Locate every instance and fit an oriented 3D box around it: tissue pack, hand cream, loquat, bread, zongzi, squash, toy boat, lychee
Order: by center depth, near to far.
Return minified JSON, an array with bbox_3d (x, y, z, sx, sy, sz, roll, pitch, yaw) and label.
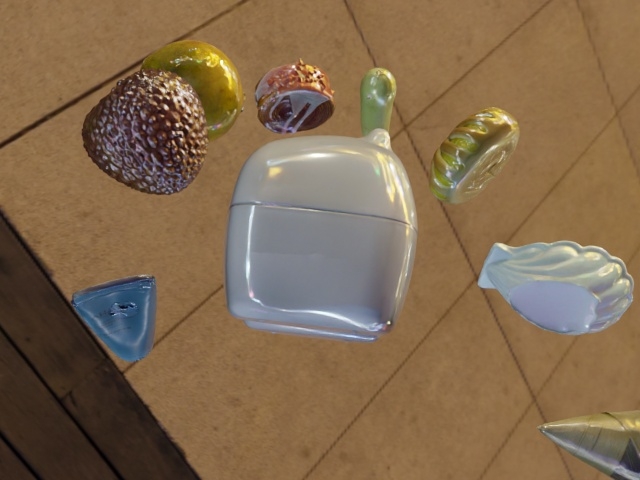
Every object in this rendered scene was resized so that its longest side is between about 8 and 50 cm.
[{"bbox_3d":[-0.215,0.088,0.801,0.083,0.224,0.048,-14,69,-13],"label":"hand cream"},{"bbox_3d":[0.000,0.000,0.906,0.229,0.333,0.236,6,79,1],"label":"tissue pack"},{"bbox_3d":[-0.252,-0.163,1.081,0.194,0.194,0.194,1,89,-39],"label":"lychee"},{"bbox_3d":[0.518,0.360,1.232,0.289,0.317,0.154,71,30,-62],"label":"zongzi"},{"bbox_3d":[0.448,0.099,1.369,0.100,0.290,0.199,-66,171,-59],"label":"toy boat"},{"bbox_3d":[0.292,-0.168,1.418,0.213,0.213,0.105,-27,64,-36],"label":"bread"},{"bbox_3d":[-0.049,-0.279,1.425,0.160,0.160,0.073,15,57,-38],"label":"bread"},{"bbox_3d":[-0.244,-0.291,1.458,0.246,0.213,0.213,-6,93,-44],"label":"loquat"},{"bbox_3d":[0.128,-0.294,1.635,0.083,0.083,0.250,-61,166,-22],"label":"squash"}]
